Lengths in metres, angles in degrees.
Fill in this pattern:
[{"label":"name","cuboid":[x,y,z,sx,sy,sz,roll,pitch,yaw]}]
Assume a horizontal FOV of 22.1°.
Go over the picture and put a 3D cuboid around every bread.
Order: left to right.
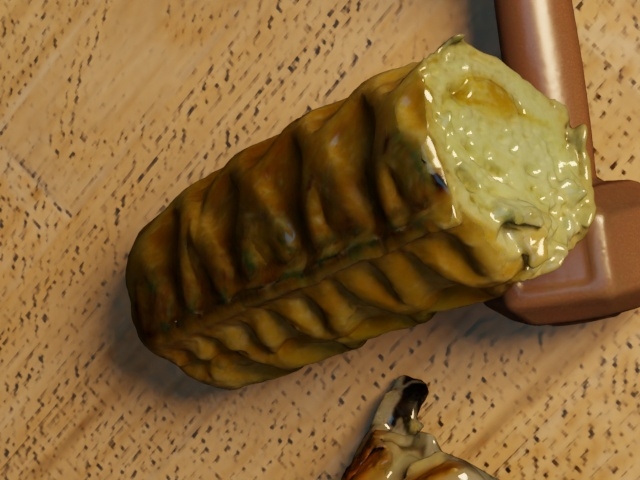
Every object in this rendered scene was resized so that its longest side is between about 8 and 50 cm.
[{"label":"bread","cuboid":[0.001,0.001,0.721,0.098,0.087,0.269,35,147,-22]}]

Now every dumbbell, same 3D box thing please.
[{"label":"dumbbell","cuboid":[0.099,-0.078,0.726,0.092,0.082,0.231,-8,92,22]}]

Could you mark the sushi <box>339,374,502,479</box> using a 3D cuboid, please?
[{"label":"sushi","cuboid":[0.071,0.200,0.731,0.184,0.139,0.274,-37,81,18]}]
